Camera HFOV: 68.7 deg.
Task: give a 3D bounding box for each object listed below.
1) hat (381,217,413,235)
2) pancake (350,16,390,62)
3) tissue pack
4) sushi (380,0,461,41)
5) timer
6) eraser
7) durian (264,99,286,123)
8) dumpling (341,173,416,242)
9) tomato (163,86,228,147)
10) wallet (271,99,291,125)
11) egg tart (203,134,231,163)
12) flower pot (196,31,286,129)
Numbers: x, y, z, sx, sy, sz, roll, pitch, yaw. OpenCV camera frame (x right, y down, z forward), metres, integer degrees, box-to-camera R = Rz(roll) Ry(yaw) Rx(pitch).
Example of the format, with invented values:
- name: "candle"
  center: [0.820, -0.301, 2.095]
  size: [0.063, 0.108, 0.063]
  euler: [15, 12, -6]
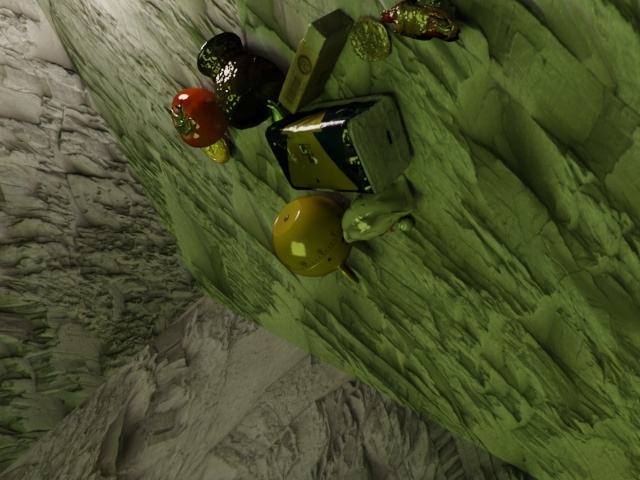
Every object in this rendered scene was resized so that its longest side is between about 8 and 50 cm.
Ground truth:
- name: "hat"
  center: [0.268, -0.067, 1.760]
  size: [0.162, 0.112, 0.094]
  euler: [0, 155, 38]
- name: "pancake"
  center: [0.144, -0.581, 1.357]
  size: [0.140, 0.022, 0.139]
  euler: [32, 147, 24]
- name: "tissue pack"
  center: [0.051, -0.317, 1.562]
  size: [0.417, 0.253, 0.264]
  euler: [11, 134, 47]
- name: "sushi"
  center: [0.253, -0.567, 1.176]
  size: [0.226, 0.103, 0.097]
  euler: [23, 170, 29]
- name: "timer"
  center: [0.000, 0.000, 1.954]
  size: [0.387, 0.376, 0.376]
  euler: [37, 157, -31]
- name: "eraser"
  center: [-0.021, -0.553, 1.475]
  size: [0.078, 0.144, 0.343]
  euler: [46, 150, 3]
- name: "durian"
  center: [-0.115, -0.363, 1.768]
  size: [0.132, 0.106, 0.375]
  euler: [9, 135, 34]
- name: "dumpling"
  center: [0.173, -0.127, 1.666]
  size: [0.318, 0.187, 0.242]
  euler: [-24, 66, 36]
- name: "tomato"
  center: [-0.526, -0.534, 2.032]
  size: [0.256, 0.224, 0.255]
  euler: [25, 132, 30]
- name: "wallet"
  center: [-0.126, -0.428, 1.850]
  size: [0.169, 0.052, 0.245]
  euler: [31, 142, 22]
- name: "egg tart"
  center: [-0.488, -0.456, 2.230]
  size: [0.191, 0.074, 0.191]
  euler: [30, 145, 24]
- name: "flower pot"
  center: [-0.291, -0.583, 1.684]
  size: [0.267, 0.267, 0.266]
  euler: [53, 151, 11]
